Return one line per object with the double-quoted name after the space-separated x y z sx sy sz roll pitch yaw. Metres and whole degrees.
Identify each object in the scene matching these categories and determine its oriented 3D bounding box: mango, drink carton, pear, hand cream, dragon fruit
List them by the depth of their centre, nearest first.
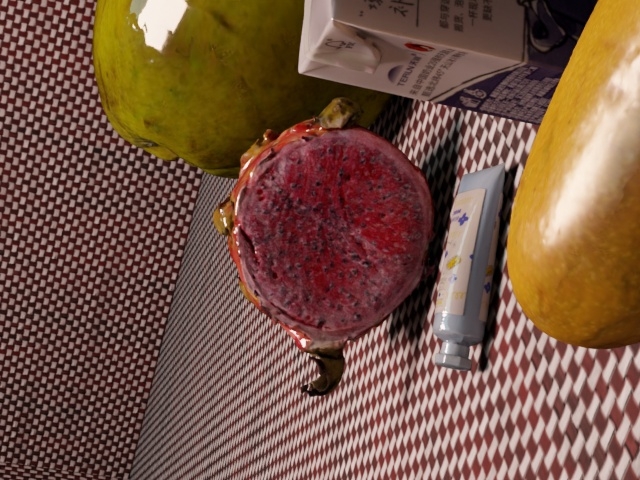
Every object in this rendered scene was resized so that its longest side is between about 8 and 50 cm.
0.189 -0.062 0.727 0.177 0.120 0.295 -83 12 -50 "mango"
0.103 -0.170 0.944 0.102 0.222 0.134 137 142 -69 "drink carton"
0.121 0.021 1.125 0.065 0.043 0.171 -12 66 62 "hand cream"
0.000 0.000 1.323 0.147 0.211 0.282 -122 36 -81 "dragon fruit"
-0.070 -0.256 1.490 0.413 0.352 0.352 -59 16 8 "pear"
